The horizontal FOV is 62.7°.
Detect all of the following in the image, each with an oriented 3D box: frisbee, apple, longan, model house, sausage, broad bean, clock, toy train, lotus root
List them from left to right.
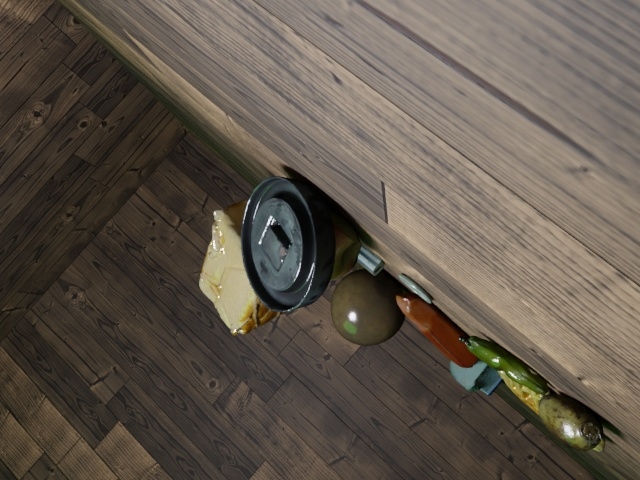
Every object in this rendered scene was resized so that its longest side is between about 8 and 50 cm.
[{"bbox_3d":[-0.084,0.009,1.241,0.066,0.319,0.319,-3,-151,-39],"label":"clock"},{"bbox_3d":[0.000,0.000,1.325,0.188,0.174,0.207,37,160,25],"label":"apple"},{"bbox_3d":[0.077,0.007,1.512,0.252,0.048,0.055,40,175,28],"label":"toy train"},{"bbox_3d":[0.152,0.212,1.681,0.258,0.258,0.258,41,178,2],"label":"longan"},{"bbox_3d":[0.245,0.122,1.349,0.110,0.014,0.110,40,179,1],"label":"frisbee"},{"bbox_3d":[0.328,0.244,1.464,0.300,0.083,0.089,44,-177,-8],"label":"sausage"},{"bbox_3d":[0.479,0.393,1.542,0.149,0.119,0.148,34,180,-19],"label":"model house"},{"bbox_3d":[0.391,0.260,1.135,0.213,0.048,0.070,35,173,42],"label":"broad bean"},{"bbox_3d":[0.476,0.348,1.008,0.089,0.080,0.179,43,177,-1],"label":"lotus root"}]

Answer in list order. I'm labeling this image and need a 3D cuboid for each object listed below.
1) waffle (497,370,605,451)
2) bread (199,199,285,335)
[{"bbox_3d":[0.522,0.381,1.211,0.261,0.056,0.250,42,178,15],"label":"waffle"},{"bbox_3d":[-0.176,0.073,1.722,0.279,0.371,0.390,48,138,23],"label":"bread"}]
